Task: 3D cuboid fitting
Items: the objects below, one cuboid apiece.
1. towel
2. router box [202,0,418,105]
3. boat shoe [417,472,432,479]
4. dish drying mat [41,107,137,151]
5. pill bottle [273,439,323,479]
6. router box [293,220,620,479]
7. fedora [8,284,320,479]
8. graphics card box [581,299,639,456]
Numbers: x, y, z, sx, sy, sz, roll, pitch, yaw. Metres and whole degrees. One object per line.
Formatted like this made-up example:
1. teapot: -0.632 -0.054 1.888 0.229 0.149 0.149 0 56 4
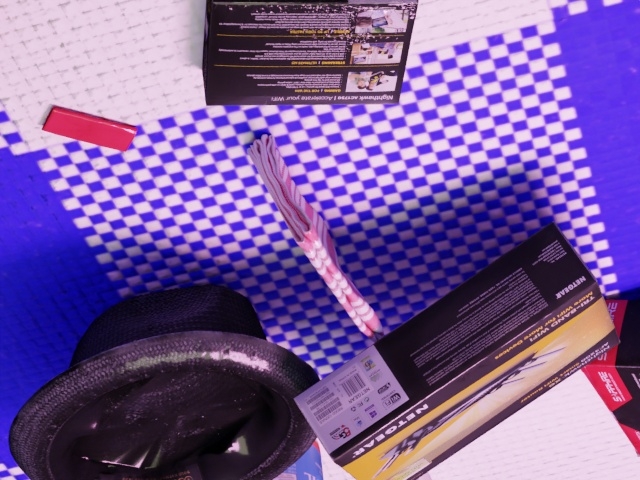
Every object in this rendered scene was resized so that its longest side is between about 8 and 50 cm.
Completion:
1. towel: 0.000 0.000 1.829 0.029 0.144 0.197 -31 139 4
2. router box: -0.012 -0.176 1.675 0.178 0.046 0.133 0 142 -8
3. boat shoe: 0.090 0.300 2.295 0.063 0.066 0.184 -6 147 23
4. dish drying mat: -0.213 -0.103 1.770 0.083 0.008 0.032 14 137 -23
5. pill bottle: -0.051 0.329 2.176 0.124 0.221 0.124 -4 143 -3
6. router box: 0.145 0.129 1.930 0.309 0.081 0.243 -34 158 3
7. fedora: -0.161 0.148 1.982 0.334 0.152 0.334 -6 141 -4
8. graphics card box: 0.490 0.156 2.047 0.371 0.094 0.233 0 148 30
